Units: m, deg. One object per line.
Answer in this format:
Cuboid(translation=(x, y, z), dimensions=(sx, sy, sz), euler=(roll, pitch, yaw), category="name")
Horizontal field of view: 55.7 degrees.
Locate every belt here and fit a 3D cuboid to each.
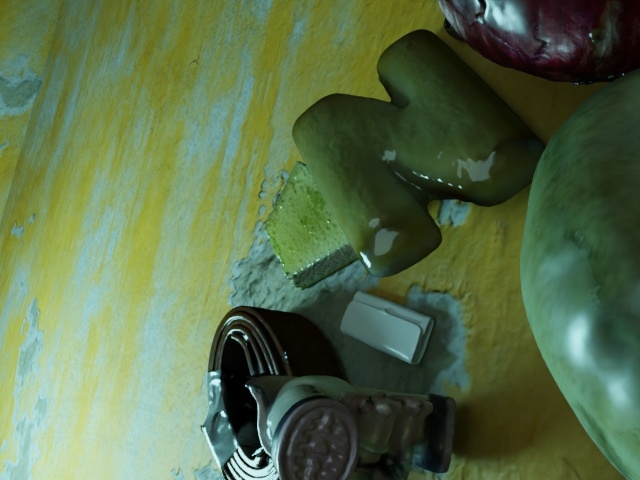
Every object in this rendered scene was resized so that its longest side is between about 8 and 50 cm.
Cuboid(translation=(-0.065, 0.206, 0.787), dimensions=(0.184, 0.105, 0.261), euler=(-44, 50, 30), category="belt")

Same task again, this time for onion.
Cuboid(translation=(0.247, -0.243, 0.519), dimensions=(0.314, 0.232, 0.313), euler=(-8, 42, 7), category="onion")

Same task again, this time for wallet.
Cuboid(translation=(0.078, 0.103, 0.732), dimensions=(0.122, 0.025, 0.061), euler=(17, 82, 48), category="wallet")

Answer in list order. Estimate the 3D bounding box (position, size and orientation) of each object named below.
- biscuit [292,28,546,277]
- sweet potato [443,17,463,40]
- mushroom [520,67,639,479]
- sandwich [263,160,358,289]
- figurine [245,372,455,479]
Cuboid(translation=(0.098, -0.118, 0.721), dimensions=(0.237, 0.062, 0.290), euler=(-34, 50, 12), category="biscuit")
Cuboid(translation=(0.220, -0.382, 0.720), dimensions=(0.112, 0.085, 0.285), euler=(-115, 37, -78), category="sweet potato")
Cuboid(translation=(0.285, 0.016, 0.325), dimensions=(0.353, 0.260, 0.352), euler=(-8, 46, 8), category="mushroom")
Cuboid(translation=(0.000, 0.000, 0.828), dimensions=(0.193, 0.058, 0.162), euler=(38, 107, 44), category="sandwich")
Cuboid(translation=(0.023, 0.307, 0.565), dimensions=(0.211, 0.253, 0.360), euler=(-17, 68, 52), category="figurine")
